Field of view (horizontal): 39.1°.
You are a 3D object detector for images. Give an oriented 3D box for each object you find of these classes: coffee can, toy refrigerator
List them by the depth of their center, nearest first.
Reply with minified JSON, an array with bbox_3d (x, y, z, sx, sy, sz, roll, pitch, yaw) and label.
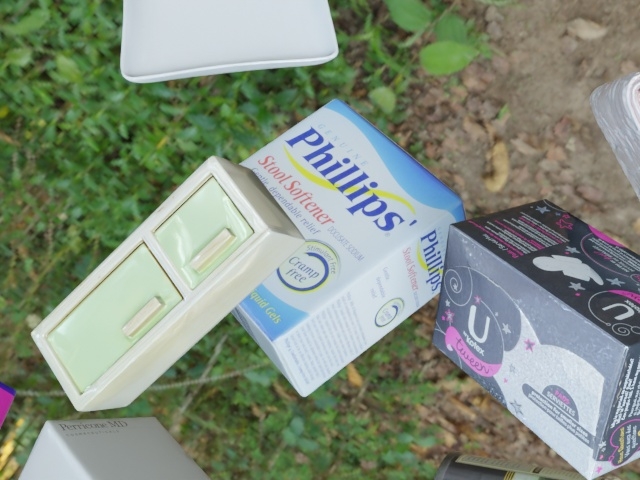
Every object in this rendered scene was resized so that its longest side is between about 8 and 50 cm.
[{"bbox_3d":[-0.155,0.047,0.897,0.102,0.269,0.094,53,-166,19],"label":"toy refrigerator"},{"bbox_3d":[0.338,0.468,1.485,0.275,0.201,0.201,2,144,29],"label":"coffee can"}]

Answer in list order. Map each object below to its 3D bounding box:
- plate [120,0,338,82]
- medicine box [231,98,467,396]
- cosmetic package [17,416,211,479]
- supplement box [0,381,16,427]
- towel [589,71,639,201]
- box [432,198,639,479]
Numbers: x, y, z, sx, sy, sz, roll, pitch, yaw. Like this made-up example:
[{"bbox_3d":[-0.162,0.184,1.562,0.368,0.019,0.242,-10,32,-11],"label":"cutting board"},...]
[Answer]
[{"bbox_3d":[-0.128,-0.313,1.224,0.278,0.277,0.045,-6,143,-3],"label":"plate"},{"bbox_3d":[0.000,0.000,1.166,0.263,0.289,0.149,44,165,35],"label":"medicine box"},{"bbox_3d":[-0.209,0.388,1.123,0.365,0.155,0.197,38,-163,35],"label":"cosmetic package"},{"bbox_3d":[-0.502,0.276,1.171,0.111,0.220,0.114,35,119,-19],"label":"supplement box"},{"bbox_3d":[0.422,-0.051,1.083,0.317,0.053,0.332,62,-169,-2],"label":"towel"},{"bbox_3d":[0.244,0.090,0.909,0.247,0.142,0.163,42,137,48],"label":"box"}]
